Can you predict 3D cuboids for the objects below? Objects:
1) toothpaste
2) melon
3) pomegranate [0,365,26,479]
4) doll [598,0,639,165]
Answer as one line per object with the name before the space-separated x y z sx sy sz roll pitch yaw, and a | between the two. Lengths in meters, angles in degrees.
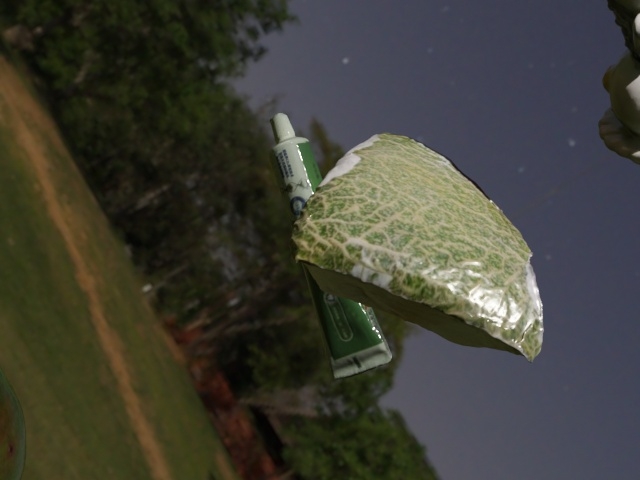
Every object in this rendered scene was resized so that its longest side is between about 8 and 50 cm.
toothpaste | 0.000 0.000 1.698 0.061 0.099 0.392 -2 71 -60
melon | 0.041 0.012 0.738 0.202 0.140 0.093 53 -48 41
pomegranate | -0.273 0.108 0.691 0.225 0.187 0.187 28 -31 52
doll | 0.301 -0.180 1.078 0.138 0.119 0.293 -68 150 -46
